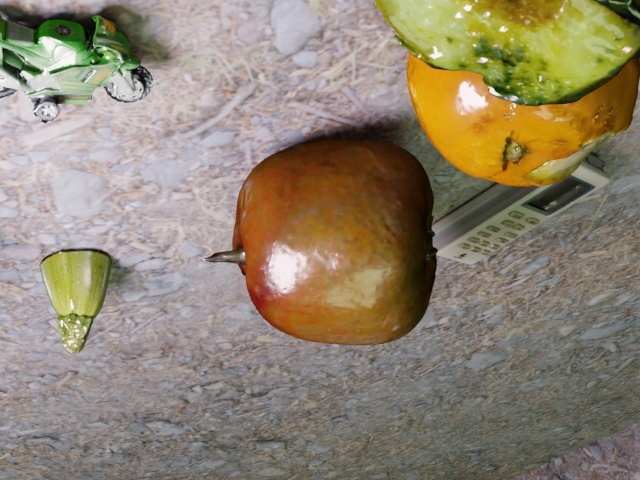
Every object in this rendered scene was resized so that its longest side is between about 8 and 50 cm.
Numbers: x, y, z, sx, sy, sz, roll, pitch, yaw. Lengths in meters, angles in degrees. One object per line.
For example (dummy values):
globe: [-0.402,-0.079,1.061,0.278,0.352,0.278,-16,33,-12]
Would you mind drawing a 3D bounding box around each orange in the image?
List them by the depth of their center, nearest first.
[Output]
orange: [0.212,-0.174,0.925,0.240,0.240,0.240,-10,151,-5]

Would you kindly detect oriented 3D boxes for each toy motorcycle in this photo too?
toy motorcycle: [-0.262,-0.181,0.887,0.190,0.074,0.106,0,140,-19]

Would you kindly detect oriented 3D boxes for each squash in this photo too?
squash: [-0.351,0.092,1.271,0.105,0.132,0.105,-9,153,-4]

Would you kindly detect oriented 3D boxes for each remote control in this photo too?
remote control: [0.301,-0.049,1.358,0.103,0.055,0.277,15,141,-42]

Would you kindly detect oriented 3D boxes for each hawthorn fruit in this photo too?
hawthorn fruit: [0.000,0.000,1.128,0.301,0.268,0.268,-1,151,0]

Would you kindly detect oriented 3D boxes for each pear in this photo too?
pear: [0.168,-0.273,0.741,0.238,0.255,0.164,22,155,-7]
